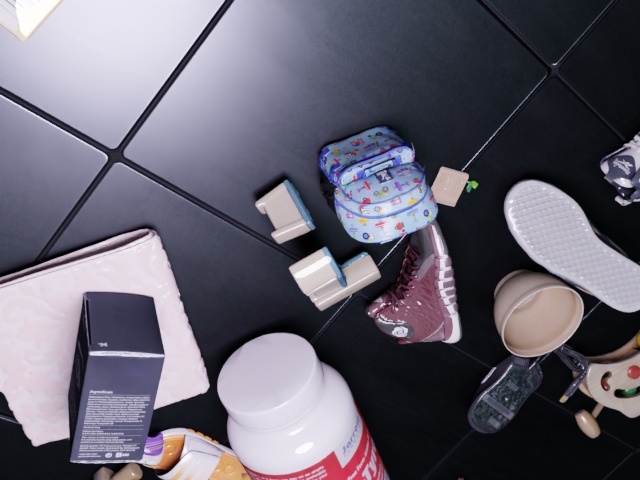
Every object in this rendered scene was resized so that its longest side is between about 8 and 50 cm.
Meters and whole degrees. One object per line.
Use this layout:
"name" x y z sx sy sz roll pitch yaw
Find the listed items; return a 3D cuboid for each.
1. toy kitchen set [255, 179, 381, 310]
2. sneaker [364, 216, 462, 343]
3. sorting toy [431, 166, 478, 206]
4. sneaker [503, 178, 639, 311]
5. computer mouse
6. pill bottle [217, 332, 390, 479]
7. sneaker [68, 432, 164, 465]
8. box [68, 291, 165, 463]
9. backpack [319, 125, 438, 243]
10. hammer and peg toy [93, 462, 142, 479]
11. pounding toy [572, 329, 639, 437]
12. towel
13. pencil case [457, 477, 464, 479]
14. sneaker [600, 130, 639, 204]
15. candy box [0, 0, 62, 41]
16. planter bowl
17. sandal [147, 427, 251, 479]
"toy kitchen set" 0.000 0.000 1.266 0.122 0.166 0.207 -29 163 0
"sneaker" 0.148 0.077 1.347 0.163 0.106 0.281 -12 117 4
"sorting toy" 0.227 -0.089 1.319 0.083 0.012 0.062 12 112 -23
"sneaker" 0.447 0.007 1.406 0.321 0.127 0.126 40 98 -10
"computer mouse" 0.427 0.300 1.608 0.184 0.060 0.262 31 98 -16
"pill bottle" -0.027 0.362 1.385 0.229 0.229 0.407 -25 127 -3
"sneaker" -0.359 0.349 1.369 0.170 0.068 0.071 16 72 -18
"box" -0.310 0.204 1.161 0.108 0.153 0.207 6 119 -22
"backpack" 0.090 -0.079 1.176 0.158 0.173 0.117 -19 126 -7
"hammer and peg toy" -0.266 0.585 1.419 0.127 0.266 0.361 -40 125 7
"pounding toy" 0.627 0.281 1.674 0.269 0.155 0.154 -44 97 0
"towel" -0.367 0.163 1.241 0.317 0.053 0.331 -17 125 -8
"pencil case" 0.232 0.649 1.741 0.284 0.124 0.124 -33 127 4
"sneaker" 0.564 -0.158 1.347 0.153 0.094 0.235 -21 137 -16
"candy box" -0.254 -0.381 0.847 0.316 0.183 0.087 -43 126 10
"planter bowl" 0.392 0.121 1.456 0.162 0.109 0.162 -9 125 -13
"sandal" -0.211 0.428 1.454 0.265 0.076 0.102 26 110 -31
